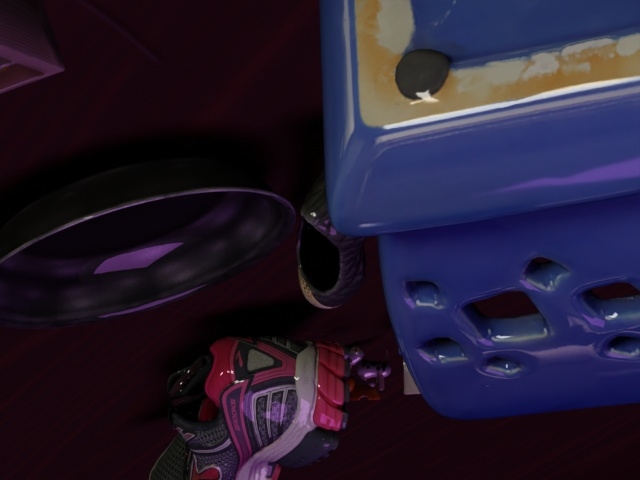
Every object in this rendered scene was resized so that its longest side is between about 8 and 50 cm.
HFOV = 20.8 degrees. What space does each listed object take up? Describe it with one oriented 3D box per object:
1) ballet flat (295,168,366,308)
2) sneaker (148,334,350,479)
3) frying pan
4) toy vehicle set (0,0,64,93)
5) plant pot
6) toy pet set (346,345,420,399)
[{"bbox_3d":[0.000,0.000,1.050,0.049,0.057,0.173,-32,163,-17],"label":"ballet flat"},{"bbox_3d":[-0.081,0.146,1.417,0.112,0.121,0.299,14,147,-19],"label":"sneaker"},{"bbox_3d":[-0.173,0.022,1.022,0.326,0.053,0.197,-17,163,-1],"label":"frying pan"},{"bbox_3d":[-0.249,-0.049,0.688,0.267,0.035,0.166,-18,177,7],"label":"toy vehicle set"},{"bbox_3d":[0.118,-0.081,0.653,0.236,0.236,0.212,-9,154,18],"label":"plant pot"},{"bbox_3d":[0.051,0.096,1.454,0.114,0.065,0.122,-2,179,4],"label":"toy pet set"}]
